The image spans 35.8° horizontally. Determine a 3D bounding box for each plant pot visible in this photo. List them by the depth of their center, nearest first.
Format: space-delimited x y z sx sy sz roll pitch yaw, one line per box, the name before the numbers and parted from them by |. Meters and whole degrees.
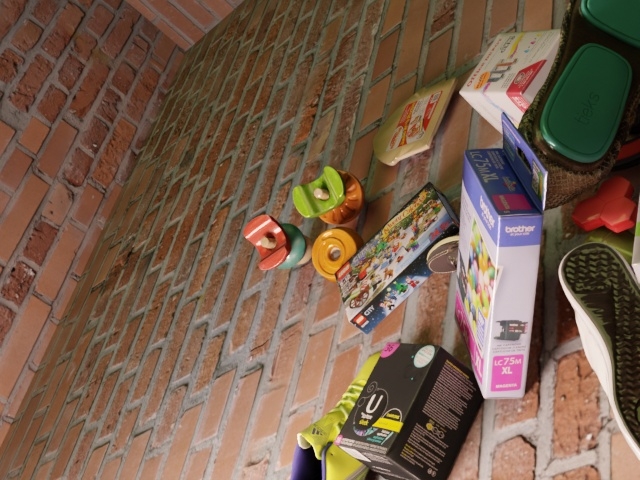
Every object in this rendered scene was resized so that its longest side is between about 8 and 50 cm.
plant pot | 0.368 0.025 1.187 0.083 0.083 0.079 -54 37 -7

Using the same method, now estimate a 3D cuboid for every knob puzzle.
knob puzzle | 0.173 -0.213 1.897 0.213 0.030 0.213 -39 28 25

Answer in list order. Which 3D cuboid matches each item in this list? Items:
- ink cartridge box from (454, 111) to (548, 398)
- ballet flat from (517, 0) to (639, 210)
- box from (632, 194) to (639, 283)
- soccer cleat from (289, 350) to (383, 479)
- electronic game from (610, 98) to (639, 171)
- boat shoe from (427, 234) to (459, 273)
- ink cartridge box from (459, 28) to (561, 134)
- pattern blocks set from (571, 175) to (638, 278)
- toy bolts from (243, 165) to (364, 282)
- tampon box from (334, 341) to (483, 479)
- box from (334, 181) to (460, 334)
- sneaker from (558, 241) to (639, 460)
ink cartridge box | 0.217 0.018 1.230 0.186 0.065 0.311 -101 11 -60
ballet flat | 0.375 -0.232 1.334 0.483 0.164 0.182 -56 -5 -26
box | 0.413 -0.041 1.049 0.145 0.038 0.186 -6 48 32
soccer cleat | 0.033 0.266 1.364 0.093 0.121 0.289 -13 44 54
electronic game | 0.445 -0.189 1.374 0.229 0.048 0.229 -39 27 24
boat shoe | 0.214 0.023 1.468 0.152 0.056 0.049 -25 30 44
ink cartridge box | 0.332 -0.239 1.542 0.128 0.127 0.176 -55 24 -7
pattern blocks set | 0.466 -0.071 1.100 0.325 0.026 0.285 -38 35 3
toy bolts | 0.000 0.000 1.839 0.228 0.158 0.218 -29 72 22
tampon box | 0.119 0.226 1.294 0.120 0.101 0.161 -6 51 58
box | 0.128 0.026 1.625 0.233 0.044 0.159 -45 25 14
sneaker | 0.349 0.140 1.054 0.106 0.123 0.290 -23 52 10
